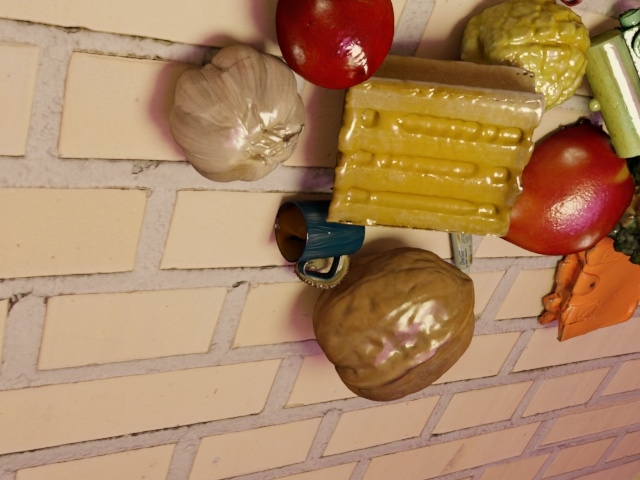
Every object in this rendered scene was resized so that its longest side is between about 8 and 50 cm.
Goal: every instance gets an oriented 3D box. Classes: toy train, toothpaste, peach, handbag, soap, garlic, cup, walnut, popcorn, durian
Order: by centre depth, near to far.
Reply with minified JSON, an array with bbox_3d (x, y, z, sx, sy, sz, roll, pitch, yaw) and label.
[{"bbox_3d":[0.023,-0.316,1.128,0.197,0.197,0.197,-19,135,-20],"label":"peach"},{"bbox_3d":[-0.122,-0.186,1.183,0.228,0.152,0.228,-15,134,-16],"label":"garlic"},{"bbox_3d":[0.186,-0.160,1.313,0.335,0.156,0.293,5,126,2],"label":"soap"},{"bbox_3d":[0.345,-0.316,1.382,0.225,0.174,0.286,30,117,-30],"label":"popcorn"},{"bbox_3d":[-0.004,-0.008,1.449,0.138,0.113,0.150,-4,134,-33],"label":"cup"},{"bbox_3d":[0.006,0.045,1.529,0.140,0.110,0.071,-26,172,-21],"label":"durian"},{"bbox_3d":[0.643,-0.314,1.551,0.189,0.126,0.307,-20,110,28],"label":"toy train"},{"bbox_3d":[0.164,0.166,1.580,0.344,0.306,0.306,-27,139,10],"label":"walnut"},{"bbox_3d":[0.541,-0.084,1.686,0.362,0.201,0.257,-31,138,-7],"label":"peach"},{"bbox_3d":[0.323,-0.008,1.726,0.067,0.037,0.255,-22,133,-9],"label":"toothpaste"},{"bbox_3d":[0.773,0.074,2.047,0.303,0.116,0.410,-15,132,-24],"label":"handbag"}]

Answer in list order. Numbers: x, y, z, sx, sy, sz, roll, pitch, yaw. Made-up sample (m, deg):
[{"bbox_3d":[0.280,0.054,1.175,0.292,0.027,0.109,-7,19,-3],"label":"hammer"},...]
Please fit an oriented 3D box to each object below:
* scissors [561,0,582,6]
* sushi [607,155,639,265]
[{"bbox_3d":[0.428,-0.522,1.364,0.248,0.017,0.144,10,119,-38],"label":"scissors"},{"bbox_3d":[0.805,-0.068,1.699,0.178,0.352,0.294,-1,91,-18],"label":"sushi"}]
